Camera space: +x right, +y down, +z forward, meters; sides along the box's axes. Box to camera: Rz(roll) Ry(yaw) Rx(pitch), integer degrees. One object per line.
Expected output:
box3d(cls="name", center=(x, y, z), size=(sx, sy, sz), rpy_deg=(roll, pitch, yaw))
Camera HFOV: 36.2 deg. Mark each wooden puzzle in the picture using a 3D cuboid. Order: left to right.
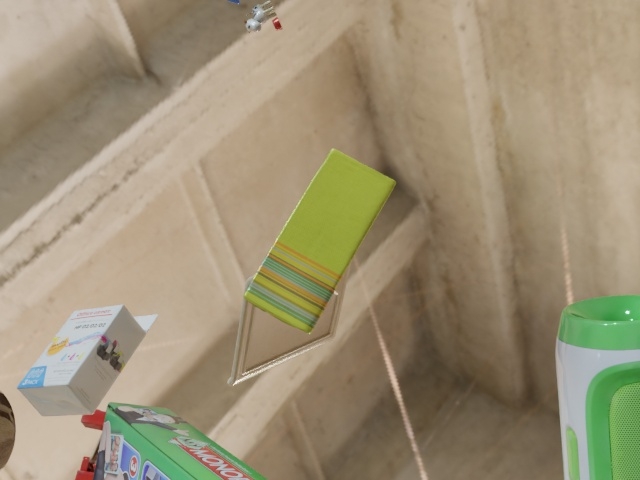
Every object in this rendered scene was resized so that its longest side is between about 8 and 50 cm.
box3d(cls="wooden puzzle", center=(-0.048, 0.108, 1.551), size=(0.221, 0.044, 0.239), rpy_deg=(-20, -41, -38))

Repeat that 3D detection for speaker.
box3d(cls="speaker", center=(0.288, 0.206, 0.901), size=(0.131, 0.131, 0.296), rpy_deg=(-14, -79, -41))

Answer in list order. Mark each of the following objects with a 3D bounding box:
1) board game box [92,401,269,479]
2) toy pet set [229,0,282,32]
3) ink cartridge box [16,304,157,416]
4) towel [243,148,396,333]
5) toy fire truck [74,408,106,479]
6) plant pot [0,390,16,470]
box3d(cls="board game box", center=(-0.091, 0.270, 0.521), size=(0.046, 0.213, 0.317), rpy_deg=(11, -88, -33))
box3d(cls="toy pet set", center=(-0.104, -0.300, 1.123), size=(0.065, 0.114, 0.122), rpy_deg=(-24, -51, 4))
box3d(cls="ink cartridge box", center=(-0.309, 0.147, 1.313), size=(0.061, 0.104, 0.181), rpy_deg=(59, -139, -29))
box3d(cls="towel", center=(0.000, 0.000, 1.293), size=(0.237, 0.102, 0.021), rpy_deg=(-60, -7, -10))
box3d(cls="toy fire truck", center=(-0.381, 0.372, 1.687), size=(0.192, 0.047, 0.135), rpy_deg=(91, -171, -68))
box3d(cls="plant pot", center=(-0.428, 0.198, 0.977), size=(0.230, 0.215, 0.215), rpy_deg=(16, -78, -61))
